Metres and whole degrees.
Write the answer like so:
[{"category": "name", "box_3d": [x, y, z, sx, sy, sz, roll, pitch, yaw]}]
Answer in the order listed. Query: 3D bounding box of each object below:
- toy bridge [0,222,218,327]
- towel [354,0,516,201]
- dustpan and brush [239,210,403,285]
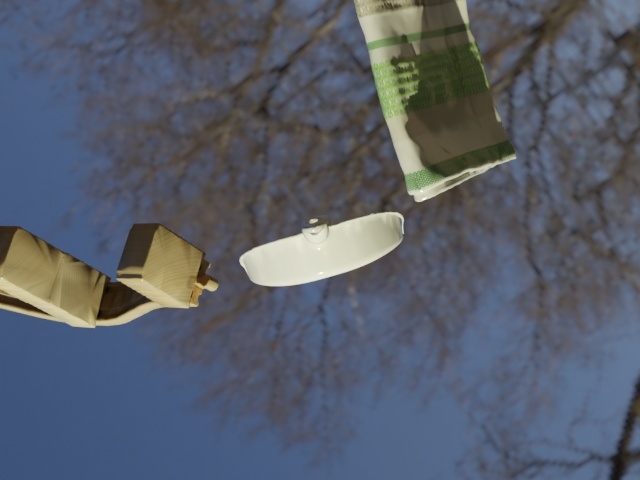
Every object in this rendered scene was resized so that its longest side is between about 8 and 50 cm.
[{"category": "toy bridge", "box_3d": [-0.114, 0.016, 0.704, 0.063, 0.188, 0.026, 35, -116, -46]}, {"category": "towel", "box_3d": [0.056, -0.103, 0.862, 0.113, 0.023, 0.152, -25, -79, -61]}, {"category": "dustpan and brush", "box_3d": [0.000, 0.000, 1.378, 0.211, 0.147, 0.060, -100, -6, -82]}]
